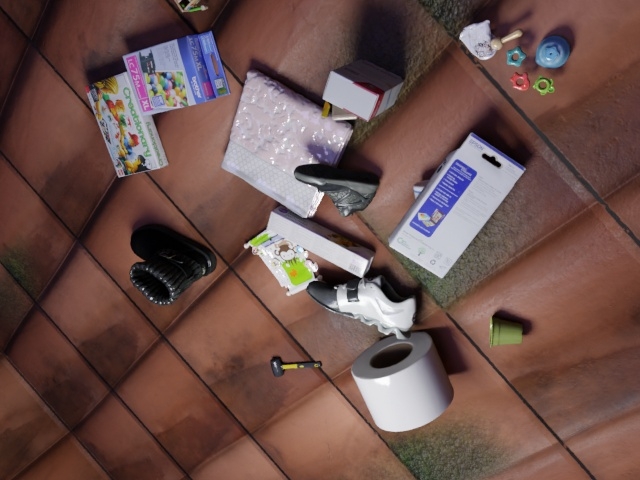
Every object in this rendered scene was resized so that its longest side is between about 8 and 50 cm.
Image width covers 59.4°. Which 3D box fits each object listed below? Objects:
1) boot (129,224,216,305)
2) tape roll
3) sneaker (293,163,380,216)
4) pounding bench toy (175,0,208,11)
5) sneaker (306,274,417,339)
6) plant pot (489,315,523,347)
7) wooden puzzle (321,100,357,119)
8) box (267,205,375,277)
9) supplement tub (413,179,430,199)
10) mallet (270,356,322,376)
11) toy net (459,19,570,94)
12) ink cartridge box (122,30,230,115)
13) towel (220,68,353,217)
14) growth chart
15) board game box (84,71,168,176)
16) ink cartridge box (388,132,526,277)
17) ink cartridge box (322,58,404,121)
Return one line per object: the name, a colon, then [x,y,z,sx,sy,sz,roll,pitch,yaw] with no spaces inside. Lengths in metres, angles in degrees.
boot: [-0.540,0.070,1.819,0.347,0.260,0.131,16,118,21]
tape roll: [0.228,0.388,1.567,0.246,0.246,0.169,-17,102,33]
sneaker: [0.033,-0.129,1.498,0.227,0.087,0.130,9,126,-11]
pounding bench toy: [-0.351,-0.645,1.521,0.065,0.052,0.083,-29,97,35]
sneaker: [0.122,0.151,1.606,0.330,0.122,0.146,19,107,16]
plant pot: [0.486,0.241,1.470,0.079,0.083,0.083,2,113,14]
wooden puzzle: [0.062,-0.346,1.442,0.116,0.014,0.079,7,87,17]
box: [0.000,0.000,1.621,0.324,0.063,0.067,26,120,15]
supplement tub: [0.277,-0.096,1.426,0.071,0.071,0.107,-2,110,29]
mallet: [-0.085,0.410,1.874,0.189,0.039,0.062,-18,100,28]
toy net: [0.416,-0.407,1.231,0.232,0.045,0.122,24,123,19]
ink cartridge box: [-0.422,-0.480,1.631,0.311,0.065,0.186,-4,110,28]
towel: [-0.107,-0.262,1.567,0.331,0.053,0.317,32,123,11]
growth chart: [-0.112,0.060,1.734,0.172,0.021,0.237,-39,92,34]
board game box: [-0.616,-0.365,1.788,0.193,0.053,0.305,-7,108,30]
ink cartridge box: [0.323,-0.084,1.357,0.165,0.065,0.333,32,109,-8]
ink cartridge box: [0.105,-0.360,1.335,0.127,0.175,0.072,30,125,13]
